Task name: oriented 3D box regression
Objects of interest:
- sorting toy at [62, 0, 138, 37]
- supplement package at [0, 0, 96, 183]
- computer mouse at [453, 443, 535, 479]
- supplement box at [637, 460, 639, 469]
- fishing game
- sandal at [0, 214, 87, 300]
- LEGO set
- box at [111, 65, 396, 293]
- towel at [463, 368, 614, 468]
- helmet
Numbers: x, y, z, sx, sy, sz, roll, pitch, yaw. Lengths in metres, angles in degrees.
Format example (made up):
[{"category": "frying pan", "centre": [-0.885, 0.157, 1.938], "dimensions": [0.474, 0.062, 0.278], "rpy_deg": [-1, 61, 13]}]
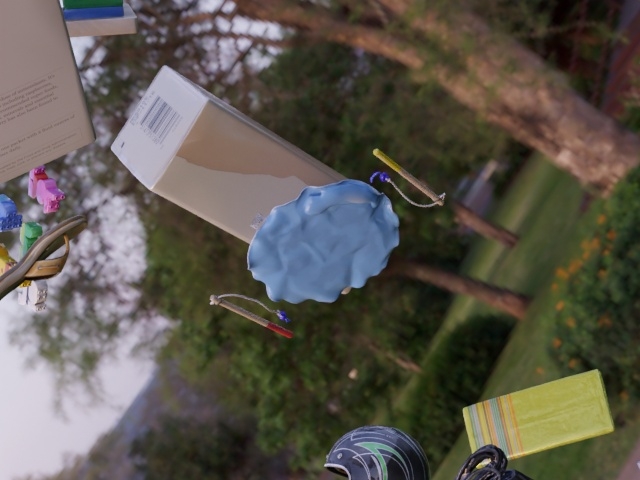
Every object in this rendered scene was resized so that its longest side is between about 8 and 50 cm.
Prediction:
[{"category": "sorting toy", "centre": [-0.421, -0.370, 1.885], "dimensions": [0.257, 0.255, 0.089], "rpy_deg": [-127, 33, -70]}, {"category": "supplement package", "centre": [-0.326, -0.200, 1.018], "dimensions": [0.177, 0.175, 0.293], "rpy_deg": [-27, -36, -19]}, {"category": "computer mouse", "centre": [0.239, 0.366, 1.567], "dimensions": [0.188, 0.272, 0.072], "rpy_deg": [-47, 44, 20]}, {"category": "supplement box", "centre": [0.399, 0.168, 1.027], "dimensions": [0.239, 0.073, 0.130], "rpy_deg": [-30, -5, 3]}, {"category": "fishing game", "centre": [0.000, 0.000, 1.377], "dimensions": [0.264, 0.189, 0.041], "rpy_deg": [-44, 45, 19]}, {"category": "sandal", "centre": [-0.373, 0.037, 1.617], "dimensions": [0.180, 0.049, 0.072], "rpy_deg": [-45, -2, -14]}, {"category": "LEGO set", "centre": [-0.429, 0.016, 1.775], "dimensions": [0.087, 0.093, 0.227], "rpy_deg": [-12, -57, -42]}, {"category": "box", "centre": [-0.075, -0.067, 1.445], "dimensions": [0.121, 0.311, 0.148], "rpy_deg": [-57, 38, 5]}, {"category": "towel", "centre": [0.339, 0.281, 1.908], "dimensions": [0.237, 0.102, 0.021], "rpy_deg": [-21, -23, 27]}, {"category": "helmet", "centre": [0.097, 0.388, 2.037], "dimensions": [0.169, 0.161, 0.169], "rpy_deg": [-15, -20, -6]}]
